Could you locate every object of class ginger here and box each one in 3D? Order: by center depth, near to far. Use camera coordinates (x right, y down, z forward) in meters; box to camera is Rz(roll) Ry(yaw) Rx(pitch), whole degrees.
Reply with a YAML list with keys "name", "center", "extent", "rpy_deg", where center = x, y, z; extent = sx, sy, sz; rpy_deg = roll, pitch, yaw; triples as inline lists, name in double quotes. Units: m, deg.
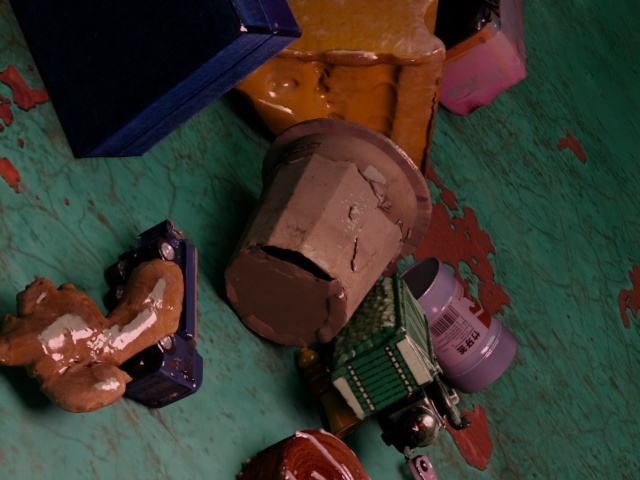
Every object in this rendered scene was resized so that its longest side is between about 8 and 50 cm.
- name: "ginger"
  center: [-0.210, 0.072, 1.451]
  extent: [0.133, 0.059, 0.214]
  rpy_deg: [40, 54, -2]

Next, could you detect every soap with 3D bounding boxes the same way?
- name: "soap"
  center: [-0.009, -0.171, 1.991]
  extent: [0.304, 0.339, 0.169]
  rpy_deg: [3, 53, -1]

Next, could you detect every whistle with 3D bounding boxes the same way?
- name: "whistle"
  center: [0.014, 0.167, 1.769]
  extent: [0.057, 0.046, 0.109]
  rpy_deg: [-9, 63, -41]

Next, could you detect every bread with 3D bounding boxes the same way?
- name: "bread"
  center: [-0.007, 0.273, 1.611]
  extent: [0.160, 0.073, 0.160]
  rpy_deg: [36, 36, -32]

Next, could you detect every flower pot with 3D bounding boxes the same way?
- name: "flower pot"
  center: [0.000, 0.000, 1.753]
  extent: [0.212, 0.212, 0.203]
  rpy_deg: [48, 39, -16]

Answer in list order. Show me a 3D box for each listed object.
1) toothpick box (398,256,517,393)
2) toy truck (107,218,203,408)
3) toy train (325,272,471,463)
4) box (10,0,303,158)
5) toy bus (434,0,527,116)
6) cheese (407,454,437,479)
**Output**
- name: "toothpick box"
  center: [0.162, 0.107, 1.971]
  extent: [0.153, 0.101, 0.101]
  rpy_deg: [45, 33, -20]
- name: "toy truck"
  center: [-0.164, 0.071, 1.581]
  extent: [0.088, 0.074, 0.202]
  rpy_deg: [41, 33, -41]
- name: "toy train"
  center: [0.082, 0.149, 1.766]
  extent: [0.154, 0.115, 0.269]
  rpy_deg: [53, 10, -11]
- name: "box"
  center: [-0.191, -0.269, 1.653]
  extent: [0.116, 0.261, 0.279]
  rpy_deg: [-9, 70, -54]
- name: "toy bus"
  center: [0.221, -0.367, 2.434]
  extent: [0.162, 0.171, 0.386]
  rpy_deg: [49, 30, -33]
- name: "cheese"
  center: [0.147, 0.330, 1.804]
  extent: [0.171, 0.047, 0.092]
  rpy_deg: [53, 29, -8]
